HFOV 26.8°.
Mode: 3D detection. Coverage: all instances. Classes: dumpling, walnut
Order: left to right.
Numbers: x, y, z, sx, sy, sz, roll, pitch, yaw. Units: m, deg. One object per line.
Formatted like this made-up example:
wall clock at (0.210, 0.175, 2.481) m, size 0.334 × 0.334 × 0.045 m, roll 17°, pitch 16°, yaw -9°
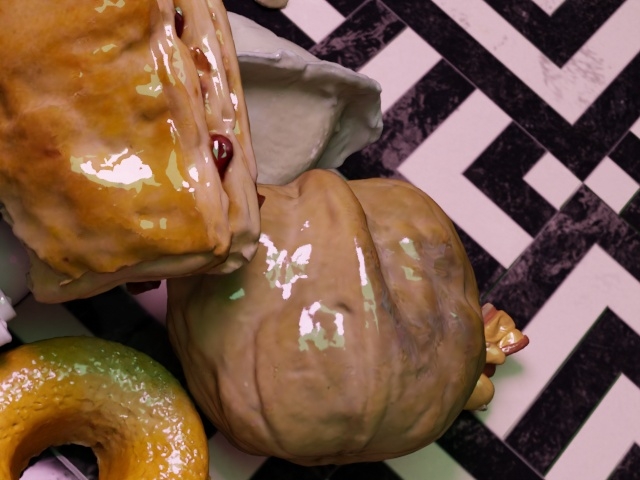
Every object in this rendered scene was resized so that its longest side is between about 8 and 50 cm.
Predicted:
dumpling at (-0.108, -0.116, 1.324) m, size 0.321 × 0.270 × 0.211 m, roll -29°, pitch 116°, yaw -21°
walnut at (0.005, 0.073, 1.232) m, size 0.282 × 0.253 × 0.276 m, roll -16°, pitch 68°, yaw 8°

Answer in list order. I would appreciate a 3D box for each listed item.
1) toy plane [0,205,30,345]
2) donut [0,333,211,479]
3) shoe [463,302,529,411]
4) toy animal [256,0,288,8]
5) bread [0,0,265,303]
toy plane at (-0.360, 0.045, 1.183) m, size 0.252 × 0.118 × 0.252 m, roll -12°, pitch 39°, yaw 10°
donut at (-0.224, 0.202, 1.179) m, size 0.278 × 0.108 × 0.277 m, roll 8°, pitch 61°, yaw -16°
shoe at (0.166, 0.121, 1.384) m, size 0.069 × 0.072 × 0.109 m, roll 32°, pitch 58°, yaw 4°
toy animal at (-0.025, -0.351, 1.554) m, size 0.219 × 0.103 × 0.101 m, roll -25°, pitch 51°, yaw -24°
bread at (-0.225, -0.134, 1.091) m, size 0.314 × 0.191 × 0.370 m, roll -8°, pitch 85°, yaw 19°
